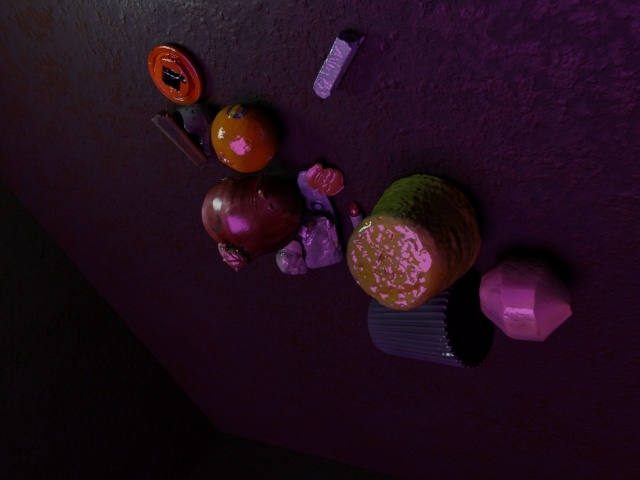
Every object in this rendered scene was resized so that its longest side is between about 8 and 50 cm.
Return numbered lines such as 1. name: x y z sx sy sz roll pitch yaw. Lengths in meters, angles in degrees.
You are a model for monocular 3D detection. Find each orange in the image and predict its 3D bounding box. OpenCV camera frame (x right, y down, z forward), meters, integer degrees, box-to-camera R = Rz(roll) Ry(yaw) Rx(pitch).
1. orange: -0.237 -0.319 1.728 0.219 0.193 0.219 19 156 9

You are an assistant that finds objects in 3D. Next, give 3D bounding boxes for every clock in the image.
1. clock: -0.466 -0.529 1.778 0.205 0.051 0.205 21 139 19

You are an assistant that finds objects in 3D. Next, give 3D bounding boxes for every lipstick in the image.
1. lipstick: 0.131 -0.045 1.849 0.063 0.057 0.186 3 129 34

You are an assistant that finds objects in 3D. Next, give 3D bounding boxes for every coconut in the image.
1. coconut: 0.594 0.167 1.594 0.259 0.259 0.259 20 140 18

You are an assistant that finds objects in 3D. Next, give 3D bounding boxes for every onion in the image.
1. onion: -0.226 -0.093 1.874 0.353 0.354 0.354 20 140 18

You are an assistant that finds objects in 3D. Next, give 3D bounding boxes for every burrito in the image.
1. burrito: 0.000 0.000 1.924 0.143 0.089 0.229 -19 138 -5

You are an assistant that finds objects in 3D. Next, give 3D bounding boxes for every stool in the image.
1. stool: 0.358 0.262 1.833 0.330 0.297 0.297 -8 126 47

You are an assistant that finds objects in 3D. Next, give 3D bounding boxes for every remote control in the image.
1. remote control: -0.008 -0.137 1.861 0.097 0.045 0.256 1 134 25

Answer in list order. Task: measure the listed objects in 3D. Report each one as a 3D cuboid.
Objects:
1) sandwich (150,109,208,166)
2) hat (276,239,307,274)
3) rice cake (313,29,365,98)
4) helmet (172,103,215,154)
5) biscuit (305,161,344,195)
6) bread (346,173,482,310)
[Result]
1. sandwich: -0.467 -0.343 1.878 0.212 0.063 0.245 46 177 -14
2. hat: -0.113 0.063 2.129 0.122 0.081 0.166 16 128 18
3. rice cake: 0.041 -0.464 1.464 0.063 0.069 0.206 35 143 0
4. helmet: -0.392 -0.381 1.829 0.153 0.107 0.177 41 173 43
5. biscuit: 0.016 -0.193 1.765 0.130 0.019 0.102 26 122 -18
6. bread: 0.259 0.005 1.581 0.348 0.307 0.349 15 118 31
